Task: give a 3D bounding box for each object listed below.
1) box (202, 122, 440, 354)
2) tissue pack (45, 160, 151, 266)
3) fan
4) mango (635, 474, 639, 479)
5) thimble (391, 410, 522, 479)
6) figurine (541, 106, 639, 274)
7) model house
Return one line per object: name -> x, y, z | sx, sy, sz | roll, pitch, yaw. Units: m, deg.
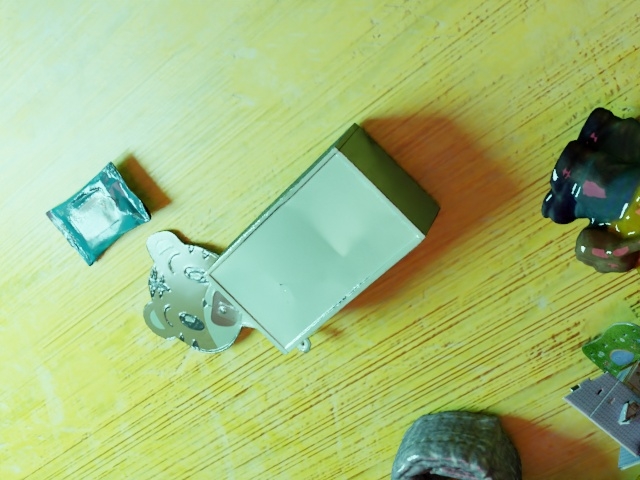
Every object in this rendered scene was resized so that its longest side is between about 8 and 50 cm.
box -> 0.000, 0.000, 1.105 | 0.129, 0.086, 0.225 | 45, 121, -6
tissue pack -> -0.259, -0.030, 1.214 | 0.138, 0.028, 0.085 | -31, 99, 34
fan -> -0.112, 0.081, 1.217 | 0.227, 0.008, 0.152 | 20, 120, 16
mango -> 0.434, 0.299, 1.080 | 0.236, 0.136, 0.166 | -2, 112, 14
thimble -> 0.156, 0.271, 1.181 | 0.150, 0.097, 0.150 | 8, 119, 15
figurine -> 0.368, -0.009, 0.895 | 0.332, 0.185, 0.204 | 38, 149, 7
model house -> 0.331, 0.175, 1.048 | 0.167, 0.088, 0.117 | 40, 155, 1
